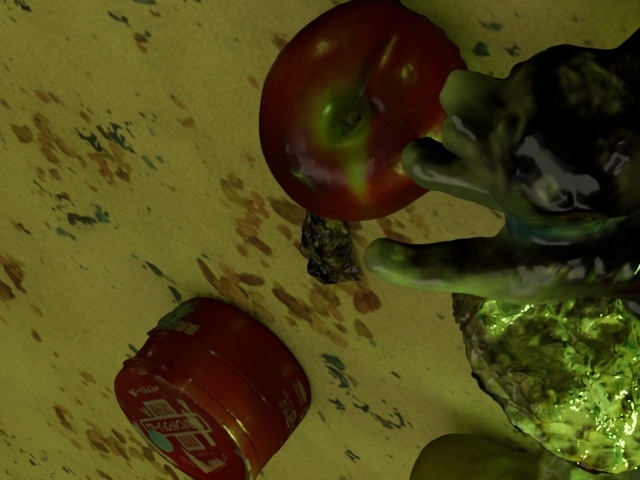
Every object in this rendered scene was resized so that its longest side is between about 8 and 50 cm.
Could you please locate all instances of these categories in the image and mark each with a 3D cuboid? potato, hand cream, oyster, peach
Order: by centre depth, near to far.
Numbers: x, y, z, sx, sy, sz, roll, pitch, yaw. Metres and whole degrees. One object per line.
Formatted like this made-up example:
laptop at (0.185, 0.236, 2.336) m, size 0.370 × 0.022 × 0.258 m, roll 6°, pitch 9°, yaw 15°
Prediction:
oyster at (0.224, 0.080, 1.368) m, size 0.259 × 0.198 × 0.092 m, roll 35°, pitch 154°, yaw -2°
peach at (0.042, -0.116, 1.420) m, size 0.190 × 0.226 × 0.196 m, roll -1°, pitch 100°, yaw 10°
oyster at (-0.001, 0.001, 1.737) m, size 0.086 × 0.029 × 0.132 m, roll 11°, pitch 141°, yaw 45°
potato at (0.191, 0.288, 1.792) m, size 0.194 × 0.157 × 0.157 m, roll -8°, pitch 125°, yaw 40°
hand cream at (-0.134, 0.194, 2.052) m, size 0.230 × 0.149 × 0.230 m, roll 31°, pitch 147°, yaw 22°

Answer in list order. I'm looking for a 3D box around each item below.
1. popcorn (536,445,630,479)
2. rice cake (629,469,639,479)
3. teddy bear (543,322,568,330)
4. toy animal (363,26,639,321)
popcorn at (0.304, 0.236, 1.524) m, size 0.204 × 0.183 × 0.221 m, roll -16°, pitch 104°, yaw 44°
rice cake at (0.375, 0.225, 1.409) m, size 0.221 × 0.080 × 0.042 m, roll 11°, pitch 152°, yaw -9°
teddy bear at (0.214, 0.050, 1.494) m, size 0.119 × 0.078 × 0.160 m, roll 51°, pitch 142°, yaw 33°
toy animal at (0.241, -0.040, 1.189) m, size 0.344 × 0.194 × 0.303 m, roll 29°, pitch 133°, yaw -12°
